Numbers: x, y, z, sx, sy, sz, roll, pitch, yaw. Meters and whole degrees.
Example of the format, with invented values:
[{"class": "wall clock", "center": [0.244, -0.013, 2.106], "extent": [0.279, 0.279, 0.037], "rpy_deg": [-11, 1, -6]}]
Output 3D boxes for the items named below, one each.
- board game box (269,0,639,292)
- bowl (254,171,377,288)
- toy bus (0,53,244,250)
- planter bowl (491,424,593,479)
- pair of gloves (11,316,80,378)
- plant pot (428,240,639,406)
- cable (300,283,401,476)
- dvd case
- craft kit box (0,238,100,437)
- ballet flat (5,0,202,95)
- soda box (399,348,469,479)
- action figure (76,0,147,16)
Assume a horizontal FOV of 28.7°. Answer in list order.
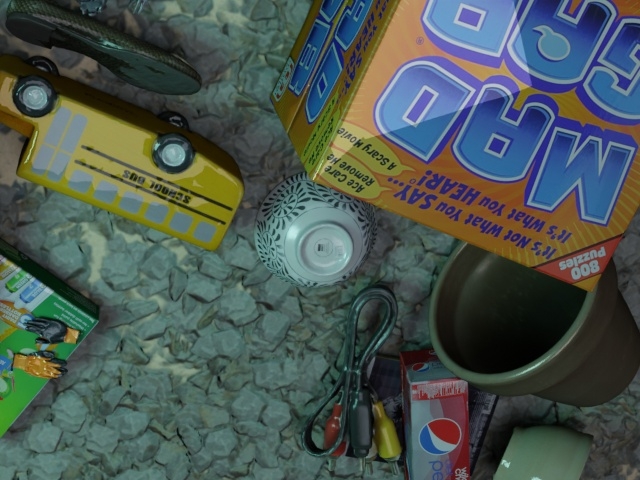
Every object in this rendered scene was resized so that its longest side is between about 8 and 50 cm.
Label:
[{"class": "board game box", "center": [0.191, -0.215, 1.459], "extent": [0.356, 0.356, 0.356], "rpy_deg": [21, 105, -17]}, {"class": "bowl", "center": [0.000, 0.000, 1.655], "extent": [0.170, 0.080, 0.170], "rpy_deg": [-3, 112, -8]}, {"class": "toy bus", "center": [-0.260, -0.112, 1.554], "extent": [0.333, 0.108, 0.130], "rpy_deg": [22, 107, -17]}, {"class": "planter bowl", "center": [0.311, 0.332, 1.805], "extent": [0.109, 0.162, 0.162], "rpy_deg": [25, 106, 11]}, {"class": "pair of gloves", "center": [-0.357, 0.141, 1.628], "extent": [0.074, 0.010, 0.083], "rpy_deg": [17, 106, -16]}, {"class": "plant pot", "center": [0.311, 0.115, 1.684], "extent": [0.263, 0.263, 0.229], "rpy_deg": [-46, 130, 9]}, {"class": "cable", "center": [0.045, 0.197, 1.746], "extent": [0.139, 0.072, 0.287], "rpy_deg": [2, 99, 8]}, {"class": "dvd case", "center": [0.139, 0.251, 1.806], "extent": [0.221, 0.018, 0.164], "rpy_deg": [11, 109, -14]}, {"class": "craft kit box", "center": [-0.462, 0.117, 1.635], "extent": [0.250, 0.061, 0.246], "rpy_deg": [37, 103, -20]}, {"class": "ballet flat", "center": [-0.259, -0.243, 1.531], "extent": [0.250, 0.084, 0.058], "rpy_deg": [19, 63, -15]}, {"class": "soda box", "center": [0.161, 0.285, 1.760], "extent": [0.083, 0.092, 0.263], "rpy_deg": [-5, 114, -4]}, {"class": "action figure", "center": [-0.282, -0.362, 1.463], "extent": [0.285, 0.099, 0.185], "rpy_deg": [12, 99, -18]}]
